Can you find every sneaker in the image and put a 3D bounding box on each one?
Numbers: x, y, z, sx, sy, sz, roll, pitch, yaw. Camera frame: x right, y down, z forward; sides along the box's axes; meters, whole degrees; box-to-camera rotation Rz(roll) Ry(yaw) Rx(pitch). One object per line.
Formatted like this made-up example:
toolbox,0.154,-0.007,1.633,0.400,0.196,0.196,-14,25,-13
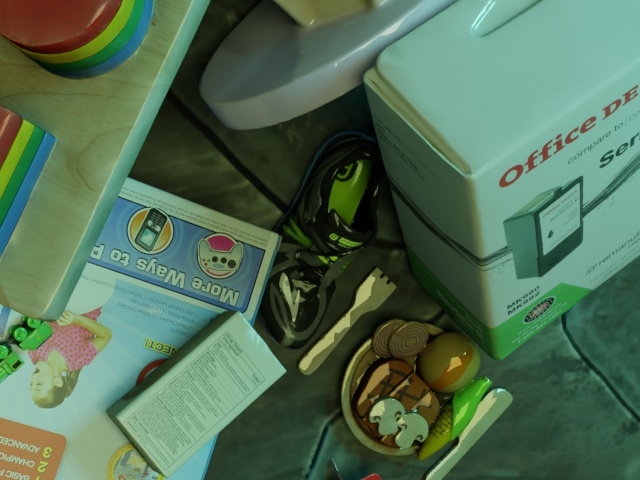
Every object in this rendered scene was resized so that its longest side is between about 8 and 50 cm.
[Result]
sneaker,0.000,0.000,0.876,0.067,0.078,0.188,22,93,-20

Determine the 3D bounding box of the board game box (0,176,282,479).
board game box,-0.221,0.088,0.783,0.308,0.086,0.302,21,80,-20

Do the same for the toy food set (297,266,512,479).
toy food set,0.081,0.130,0.947,0.192,0.038,0.132,43,86,-20

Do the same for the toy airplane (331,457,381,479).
toy airplane,0.033,0.266,0.963,0.151,0.028,0.151,-3,102,-16

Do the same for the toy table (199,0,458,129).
toy table,0.001,-0.223,0.763,0.274,0.252,0.161,-43,125,-14

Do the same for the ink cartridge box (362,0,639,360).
ink cartridge box,0.166,-0.062,0.815,0.211,0.121,0.289,-36,149,-8

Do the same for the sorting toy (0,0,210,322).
sorting toy,-0.231,-0.119,0.656,0.257,0.089,0.255,23,86,13

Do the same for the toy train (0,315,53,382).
toy train,-0.216,0.082,0.729,0.083,0.017,0.024,-46,115,-18

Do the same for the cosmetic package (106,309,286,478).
cosmetic package,-0.088,0.107,0.767,0.115,0.041,0.060,-39,101,-19
